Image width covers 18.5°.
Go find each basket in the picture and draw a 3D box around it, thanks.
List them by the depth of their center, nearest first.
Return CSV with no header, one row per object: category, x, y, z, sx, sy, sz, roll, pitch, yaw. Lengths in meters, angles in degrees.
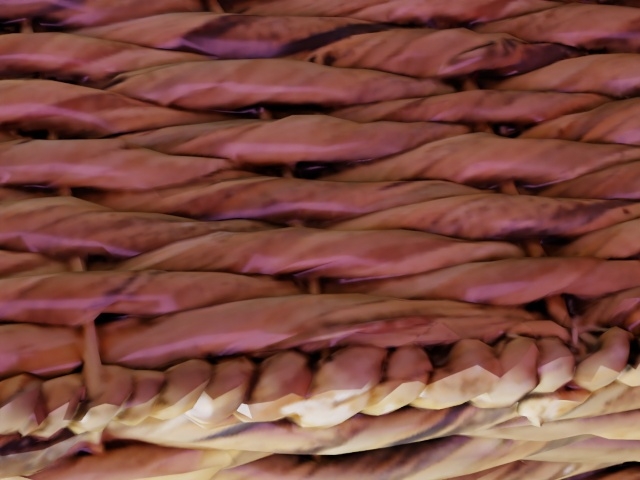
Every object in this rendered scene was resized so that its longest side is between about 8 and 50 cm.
basket,0.000,0.000,0.476,0.299,0.223,0.213,-5,144,-19
